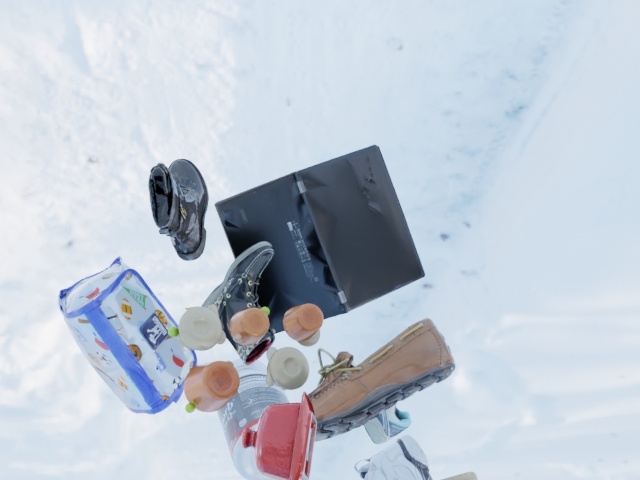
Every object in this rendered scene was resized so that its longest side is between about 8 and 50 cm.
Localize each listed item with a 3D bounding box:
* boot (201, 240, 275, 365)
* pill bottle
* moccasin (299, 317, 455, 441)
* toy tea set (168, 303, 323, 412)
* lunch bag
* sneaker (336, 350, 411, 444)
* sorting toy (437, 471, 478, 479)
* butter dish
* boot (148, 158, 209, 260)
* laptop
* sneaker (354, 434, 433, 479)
[{"bbox_3d":[-0.144,0.138,1.813,0.236,0.178,0.085,-50,151,14],"label":"boot"},{"bbox_3d":[-0.186,0.510,2.398,0.210,0.363,0.210,-8,117,-16],"label":"pill bottle"},{"bbox_3d":[0.064,0.266,1.570,0.380,0.147,0.139,-30,156,2],"label":"moccasin"},{"bbox_3d":[-0.141,0.225,1.647,0.336,0.199,0.124,-4,162,-30],"label":"toy tea set"},{"bbox_3d":[-0.481,0.238,2.058,0.239,0.327,0.385,-34,-166,-8],"label":"lunch bag"},{"bbox_3d":[0.137,0.382,2.104,0.122,0.110,0.283,-26,112,14],"label":"sneaker"},{"bbox_3d":[0.193,0.577,1.503,0.257,0.255,0.089,-19,157,10],"label":"sorting toy"},{"bbox_3d":[-0.073,0.335,1.375,0.118,0.160,0.160,5,160,7],"label":"butter dish"},{"bbox_3d":[-0.298,-0.098,1.704,0.091,0.262,0.229,-12,156,3],"label":"boot"},{"bbox_3d":[0.000,0.000,2.192,0.408,0.381,0.236,-19,-178,26],"label":"laptop"},{"bbox_3d":[0.251,0.756,2.397,0.210,0.365,0.137,-18,144,-17],"label":"sneaker"}]
